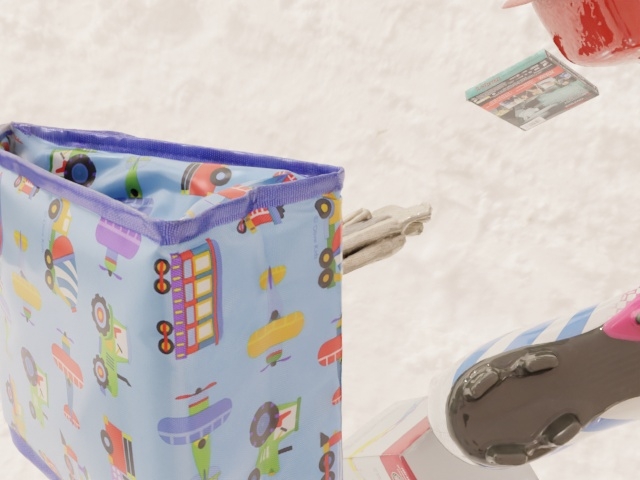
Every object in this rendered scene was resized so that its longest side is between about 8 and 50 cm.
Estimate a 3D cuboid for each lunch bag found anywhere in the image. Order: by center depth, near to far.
[{"bbox_3d":[-0.137,0.052,0.553,0.138,0.293,0.221,-21,118,-47],"label":"lunch bag"}]

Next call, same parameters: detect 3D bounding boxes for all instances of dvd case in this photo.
[{"bbox_3d":[0.206,-0.142,0.858,0.119,0.087,0.013,15,57,-48],"label":"dvd case"}]

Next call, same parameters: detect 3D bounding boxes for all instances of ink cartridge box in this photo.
[{"bbox_3d":[0.113,0.247,0.937,0.127,0.176,0.128,-32,92,-30],"label":"ink cartridge box"}]

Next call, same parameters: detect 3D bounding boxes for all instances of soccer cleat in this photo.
[{"bbox_3d":[0.239,0.089,0.712,0.331,0.143,0.116,-15,90,-5],"label":"soccer cleat"}]

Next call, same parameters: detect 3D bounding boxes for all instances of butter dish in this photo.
[{"bbox_3d":[0.249,-0.178,0.685,0.160,0.160,0.118,-26,102,-8],"label":"butter dish"}]

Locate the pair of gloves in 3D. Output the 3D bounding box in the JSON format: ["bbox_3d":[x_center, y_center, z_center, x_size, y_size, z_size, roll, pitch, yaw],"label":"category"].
[{"bbox_3d":[0.000,0.000,0.857,0.204,0.240,0.042,-18,97,-2],"label":"pair of gloves"}]
